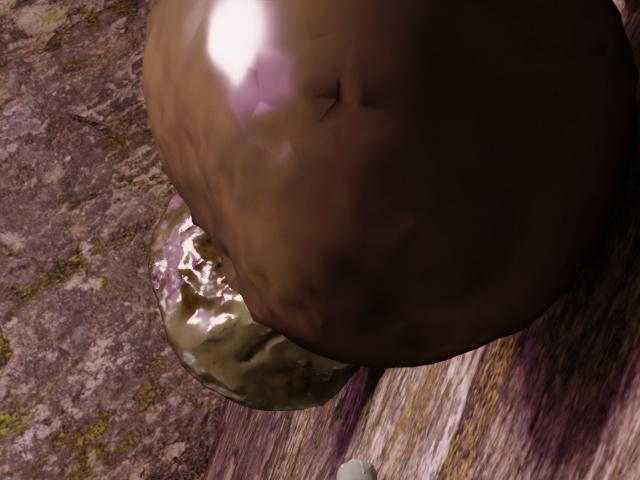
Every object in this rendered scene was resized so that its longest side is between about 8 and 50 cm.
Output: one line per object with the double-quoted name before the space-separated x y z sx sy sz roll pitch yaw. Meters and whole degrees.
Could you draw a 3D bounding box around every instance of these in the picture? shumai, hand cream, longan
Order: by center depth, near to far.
"longan" 0.066 -0.116 1.247 0.436 0.404 0.404 52 128 42
"hand cream" 0.042 0.327 1.626 0.205 0.050 0.078 -91 23 -53
"shumai" 0.000 0.000 1.835 0.323 0.324 0.398 -24 45 55
